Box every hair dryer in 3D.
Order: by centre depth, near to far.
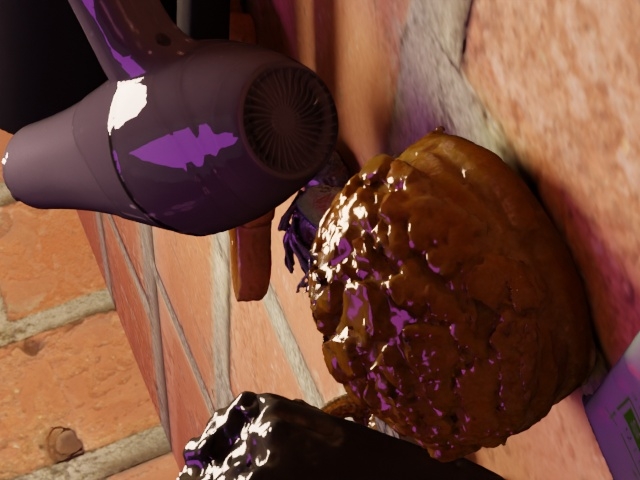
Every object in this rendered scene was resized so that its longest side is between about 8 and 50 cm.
[{"bbox_3d":[-0.161,-0.162,1.011,0.301,0.121,0.361,-4,120,52],"label":"hair dryer"}]

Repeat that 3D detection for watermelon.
[{"bbox_3d":[0.027,-0.026,0.983,0.061,0.085,0.085,-69,25,13],"label":"watermelon"}]

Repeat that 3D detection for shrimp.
[{"bbox_3d":[0.000,0.000,1.133,0.065,0.057,0.165,43,144,33],"label":"shrimp"}]

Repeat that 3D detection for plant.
[{"bbox_3d":[0.028,0.195,1.000,0.164,0.142,0.256,-19,126,44],"label":"plant"}]

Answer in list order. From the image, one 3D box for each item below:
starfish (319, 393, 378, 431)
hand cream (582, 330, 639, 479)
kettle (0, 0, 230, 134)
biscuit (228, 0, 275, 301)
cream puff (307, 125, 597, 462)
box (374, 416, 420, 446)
[{"bbox_3d":[0.033,0.210,1.184,0.146,0.074,0.190,-73,-28,-61],"label":"starfish"},{"bbox_3d":[0.146,0.071,0.667,0.275,0.050,0.079,94,-179,-71],"label":"hand cream"},{"bbox_3d":[-0.170,-0.212,1.139,0.308,0.203,0.262,104,162,-55],"label":"kettle"},{"bbox_3d":[-0.056,-0.090,1.195,0.165,0.036,0.250,98,165,-50],"label":"biscuit"},{"bbox_3d":[0.055,0.030,0.803,0.165,0.115,0.150,-144,39,-67],"label":"cream puff"},{"bbox_3d":[0.067,0.145,1.095,0.055,0.040,0.218,-137,30,-62],"label":"box"}]
